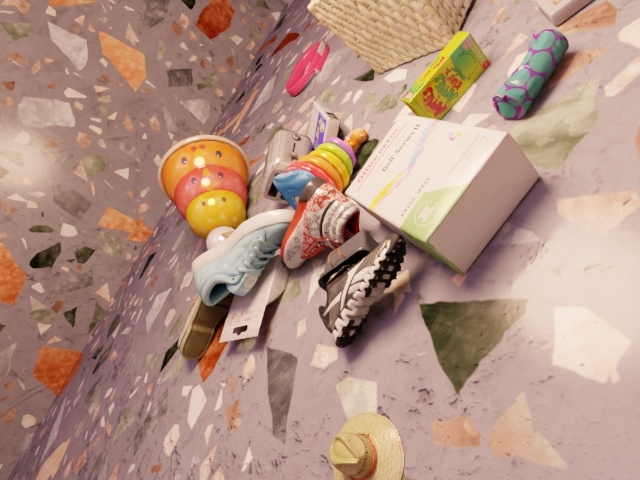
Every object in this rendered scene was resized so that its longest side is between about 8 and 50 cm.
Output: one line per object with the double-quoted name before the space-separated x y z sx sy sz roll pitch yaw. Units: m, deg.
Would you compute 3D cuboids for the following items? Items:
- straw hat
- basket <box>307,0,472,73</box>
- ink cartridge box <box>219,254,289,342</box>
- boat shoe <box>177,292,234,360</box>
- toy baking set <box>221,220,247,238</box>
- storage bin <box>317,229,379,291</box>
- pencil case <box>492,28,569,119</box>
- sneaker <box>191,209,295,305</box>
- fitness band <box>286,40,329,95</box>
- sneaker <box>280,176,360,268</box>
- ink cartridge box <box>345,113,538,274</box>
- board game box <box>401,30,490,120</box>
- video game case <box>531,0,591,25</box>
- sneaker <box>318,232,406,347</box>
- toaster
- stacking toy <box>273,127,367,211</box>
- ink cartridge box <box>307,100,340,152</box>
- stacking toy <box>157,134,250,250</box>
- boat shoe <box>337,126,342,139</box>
"straw hat" 0.048 0.319 0.597 0.144 0.061 0.145 -35 36 30
"basket" 0.200 -0.686 1.093 0.328 0.331 0.267 7 72 57
"ink cartridge box" -0.172 0.162 1.066 0.180 0.056 0.225 -21 48 43
"boat shoe" -0.340 0.198 1.201 0.103 0.113 0.302 26 83 53
"toy baking set" -0.180 -0.052 1.184 0.196 0.030 0.256 -7 12 28
"storage bin" 0.061 0.042 0.819 0.135 0.098 0.091 -38 24 26
"pencil case" 0.374 -0.299 0.724 0.070 0.064 0.152 35 90 34
"sneaker" -0.183 0.059 1.036 0.365 0.135 0.150 -33 64 29
"fitness band" -0.058 -0.773 1.796 0.209 0.054 0.291 -14 49 52
"sneaker" -0.001 0.000 0.932 0.145 0.090 0.270 38 130 21
"ink cartridge box" 0.184 -0.113 0.759 0.207 0.119 0.353 -54 31 4
"board game box" 0.275 -0.350 0.884 0.181 0.092 0.043 -49 33 12
"video game case" 0.563 -0.605 0.780 0.329 0.036 0.300 -33 38 33
"sneaker" 0.064 0.075 0.733 0.106 0.078 0.234 41 111 36
"toaster" -0.111 -0.217 1.236 0.227 0.129 0.147 126 155 -52
"stacking toy" 0.034 -0.203 1.058 0.175 0.166 0.302 3 49 54
"ink cartridge box" -0.003 -0.298 1.232 0.206 0.045 0.208 -112 31 -55
"stacking toy" -0.371 -0.117 1.445 0.350 0.350 0.480 -43 51 20
"boat shoe" 0.048 -0.322 1.215 0.133 0.041 0.049 -102 22 -45
